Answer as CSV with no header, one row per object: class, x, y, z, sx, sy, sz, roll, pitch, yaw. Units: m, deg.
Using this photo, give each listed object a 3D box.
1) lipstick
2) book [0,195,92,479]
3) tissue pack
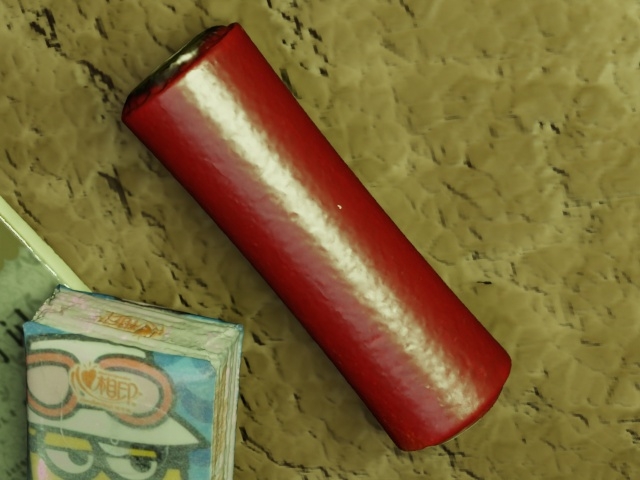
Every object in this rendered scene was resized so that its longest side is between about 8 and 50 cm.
lipstick,0.000,0.000,0.811,0.080,0.080,0.241,-33,102,30
book,-0.237,0.055,0.955,0.217,0.021,0.310,-36,102,30
tissue pack,-0.108,0.112,0.893,0.115,0.065,0.155,11,120,11
